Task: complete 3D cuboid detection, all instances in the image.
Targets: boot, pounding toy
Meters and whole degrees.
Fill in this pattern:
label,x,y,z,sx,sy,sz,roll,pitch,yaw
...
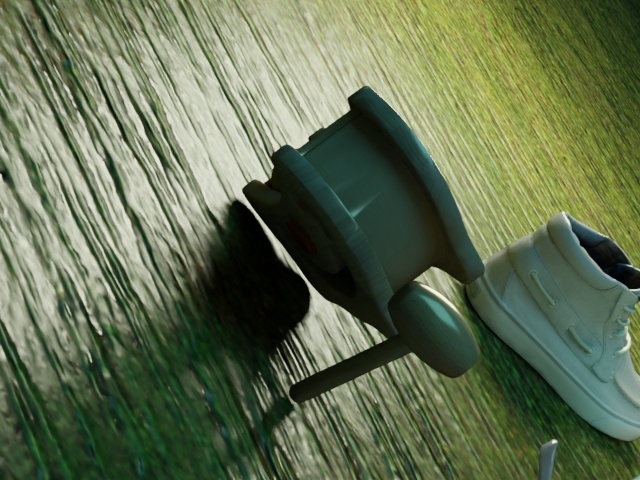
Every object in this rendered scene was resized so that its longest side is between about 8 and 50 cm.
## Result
label,x,y,z,sx,sy,sz,roll,pitch,yaw
boot,0.256,0.080,1.433,0.258,0.123,0.095,39,27,-31
pounding toy,0.000,0.000,1.036,0.154,0.155,0.269,56,-11,-20

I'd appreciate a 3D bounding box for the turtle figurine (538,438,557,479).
label,x,y,z,sx,sy,sz,roll,pitch,yaw
turtle figurine,0.179,0.195,1.034,0.266,0.198,0.274,-6,82,-50

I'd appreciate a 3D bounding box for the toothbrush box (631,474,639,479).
label,x,y,z,sx,sy,sz,roll,pitch,yaw
toothbrush box,0.328,0.278,1.285,0.216,0.126,0.295,59,23,11
